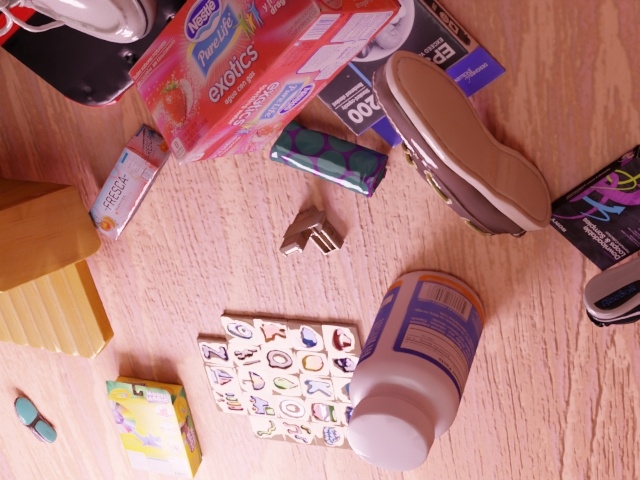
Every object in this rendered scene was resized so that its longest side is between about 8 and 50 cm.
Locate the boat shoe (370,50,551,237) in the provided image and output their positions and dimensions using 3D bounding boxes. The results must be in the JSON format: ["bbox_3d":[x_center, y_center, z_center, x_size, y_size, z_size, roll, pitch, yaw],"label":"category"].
[{"bbox_3d":[0.160,-0.108,1.518,0.097,0.116,0.324,-18,137,39],"label":"boat shoe"}]

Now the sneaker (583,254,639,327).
[{"bbox_3d":[0.443,0.048,1.595,0.217,0.079,0.121,-20,163,6],"label":"sneaker"}]

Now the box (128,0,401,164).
[{"bbox_3d":[-0.070,-0.235,1.456,0.300,0.154,0.142,-41,72,40],"label":"box"}]

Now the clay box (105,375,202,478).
[{"bbox_3d":[-0.289,0.316,2.140,0.127,0.053,0.222,7,130,18],"label":"clay box"}]

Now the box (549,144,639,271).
[{"bbox_3d":[0.382,-0.037,1.568,0.116,0.029,0.162,40,133,-14],"label":"box"}]

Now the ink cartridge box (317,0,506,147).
[{"bbox_3d":[0.085,-0.219,1.523,0.208,0.045,0.206,42,132,-17],"label":"ink cartridge box"}]

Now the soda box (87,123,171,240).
[{"bbox_3d":[-0.277,-0.083,1.779,0.058,0.063,0.183,34,133,-5],"label":"soda box"}]

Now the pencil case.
[{"bbox_3d":[0.012,-0.110,1.633,0.152,0.070,0.064,22,99,7],"label":"pencil case"}]

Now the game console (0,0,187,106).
[{"bbox_3d":[-0.301,-0.350,1.533,0.342,0.060,0.386,40,132,-22],"label":"game console"}]

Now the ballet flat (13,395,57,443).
[{"bbox_3d":[-0.533,0.332,2.268,0.041,0.041,0.114,-18,119,34],"label":"ballet flat"}]

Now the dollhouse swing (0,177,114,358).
[{"bbox_3d":[-0.528,0.070,1.836,0.347,0.315,0.305,7,110,32],"label":"dollhouse swing"}]

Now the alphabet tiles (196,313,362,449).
[{"bbox_3d":[-0.028,0.233,1.989,0.343,0.011,0.285,4,130,20],"label":"alphabet tiles"}]

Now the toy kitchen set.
[{"bbox_3d":[0.000,0.000,1.721,0.068,0.083,0.075,-24,117,37],"label":"toy kitchen set"}]

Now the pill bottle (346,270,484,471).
[{"bbox_3d":[0.127,0.181,1.695,0.152,0.272,0.152,12,133,13],"label":"pill bottle"}]

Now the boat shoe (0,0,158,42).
[{"bbox_3d":[-0.370,-0.318,1.430,0.367,0.156,0.136,32,135,-15],"label":"boat shoe"}]
